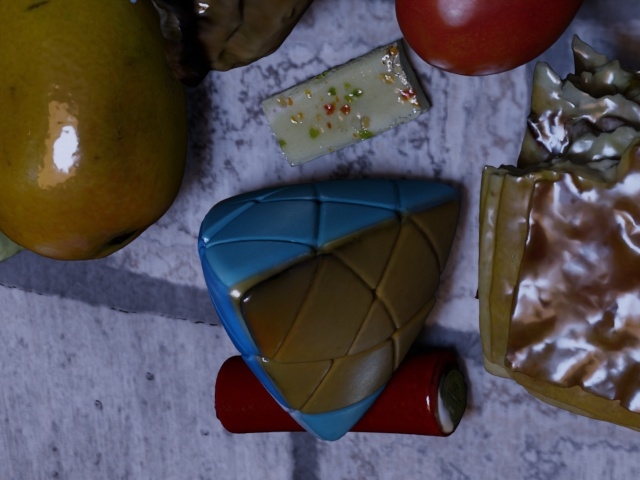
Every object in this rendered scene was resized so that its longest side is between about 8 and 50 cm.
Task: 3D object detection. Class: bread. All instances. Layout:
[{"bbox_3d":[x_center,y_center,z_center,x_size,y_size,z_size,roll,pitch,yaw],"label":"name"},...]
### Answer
[{"bbox_3d":[0.290,-0.042,0.959,0.314,0.191,0.370,18,115,25],"label":"bread"},{"bbox_3d":[0.019,-0.116,1.164,0.154,0.028,0.068,-19,105,35],"label":"bread"}]

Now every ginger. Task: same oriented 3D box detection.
[{"bbox_3d":[-0.058,-0.272,1.031,0.223,0.200,0.269,-23,141,10],"label":"ginger"}]

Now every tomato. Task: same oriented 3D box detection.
[{"bbox_3d":[0.127,-0.213,0.965,0.136,0.195,0.195,9,118,1],"label":"tomato"}]

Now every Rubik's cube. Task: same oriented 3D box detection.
[{"bbox_3d":[0.000,0.000,1.168,0.254,0.254,0.254,11,117,23],"label":"Rubik's cube"}]

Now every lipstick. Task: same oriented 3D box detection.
[{"bbox_3d":[0.015,0.143,1.255,0.241,0.080,0.080,-3,111,30],"label":"lipstick"}]

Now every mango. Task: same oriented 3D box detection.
[{"bbox_3d":[-0.225,-0.137,1.203,0.211,0.173,0.317,-3,99,31],"label":"mango"}]

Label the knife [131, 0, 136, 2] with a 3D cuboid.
[{"bbox_3d":[-0.189,-0.349,1.097,0.044,0.019,0.313,-7,102,37],"label":"knife"}]

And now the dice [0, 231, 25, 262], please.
[{"bbox_3d":[-0.371,-0.047,1.316,0.169,0.169,0.166,-17,104,32],"label":"dice"}]
